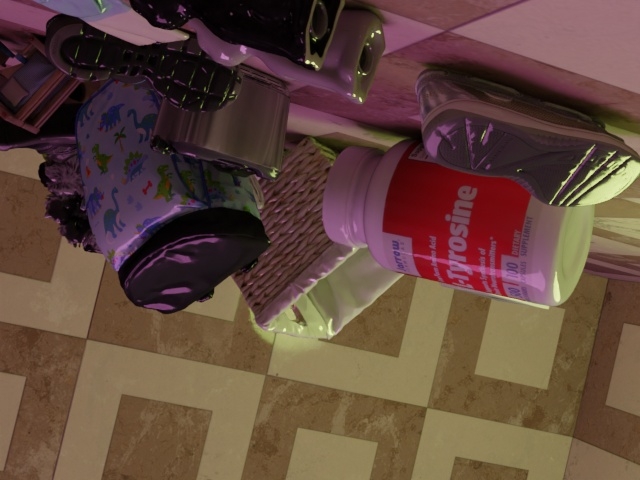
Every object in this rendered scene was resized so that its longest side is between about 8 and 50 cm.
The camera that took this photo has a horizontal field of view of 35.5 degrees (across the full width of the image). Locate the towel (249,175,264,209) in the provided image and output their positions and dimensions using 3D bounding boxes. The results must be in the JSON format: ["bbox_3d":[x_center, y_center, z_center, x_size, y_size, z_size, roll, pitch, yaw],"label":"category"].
[{"bbox_3d":[-0.229,-0.115,1.963,0.034,0.209,0.285,-23,178,-42],"label":"towel"}]

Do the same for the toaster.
[{"bbox_3d":[-0.145,-0.178,1.441,0.227,0.146,0.129,14,177,-42],"label":"toaster"}]

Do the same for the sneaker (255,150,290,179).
[{"bbox_3d":[-0.118,-0.182,2.288,0.091,0.094,0.258,-13,165,41],"label":"sneaker"}]

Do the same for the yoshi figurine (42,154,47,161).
[{"bbox_3d":[-0.423,-0.234,2.161,0.362,0.204,0.203,-1,-144,11],"label":"yoshi figurine"}]

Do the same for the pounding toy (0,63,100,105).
[{"bbox_3d":[-0.437,-0.264,1.798,0.181,0.094,0.206,-10,167,29],"label":"pounding toy"}]

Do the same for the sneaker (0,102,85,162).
[{"bbox_3d":[-0.499,-0.181,1.732,0.227,0.087,0.130,-6,162,-14],"label":"sneaker"}]

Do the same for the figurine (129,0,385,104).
[{"bbox_3d":[-0.065,-0.207,0.953,0.209,0.092,0.215,15,179,21],"label":"figurine"}]

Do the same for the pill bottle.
[{"bbox_3d":[0.219,-0.042,1.635,0.407,0.229,0.229,12,178,28],"label":"pill bottle"}]

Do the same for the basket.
[{"bbox_3d":[0.000,0.000,2.068,0.266,0.331,0.328,55,-164,22],"label":"basket"}]

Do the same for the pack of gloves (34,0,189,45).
[{"bbox_3d":[-0.191,-0.266,1.058,0.195,0.046,0.232,-1,174,29],"label":"pack of gloves"}]

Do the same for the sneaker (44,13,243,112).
[{"bbox_3d":[-0.225,-0.243,1.296,0.267,0.101,0.106,14,-160,-30],"label":"sneaker"}]

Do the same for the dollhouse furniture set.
[{"bbox_3d":[-0.504,-0.289,1.612,0.183,0.129,0.129,43,-179,7],"label":"dollhouse furniture set"}]

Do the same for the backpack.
[{"bbox_3d":[-0.254,-0.105,1.626,0.273,0.356,0.290,23,139,-37],"label":"backpack"}]

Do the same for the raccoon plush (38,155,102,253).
[{"bbox_3d":[-0.341,-0.134,1.960,0.446,0.216,0.299,-18,-164,8],"label":"raccoon plush"}]

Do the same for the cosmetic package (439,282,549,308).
[{"bbox_3d":[0.388,0.011,2.093,0.138,0.225,0.224,8,175,45],"label":"cosmetic package"}]

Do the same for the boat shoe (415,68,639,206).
[{"bbox_3d":[0.253,-0.123,1.190,0.320,0.103,0.118,11,140,-27],"label":"boat shoe"}]
